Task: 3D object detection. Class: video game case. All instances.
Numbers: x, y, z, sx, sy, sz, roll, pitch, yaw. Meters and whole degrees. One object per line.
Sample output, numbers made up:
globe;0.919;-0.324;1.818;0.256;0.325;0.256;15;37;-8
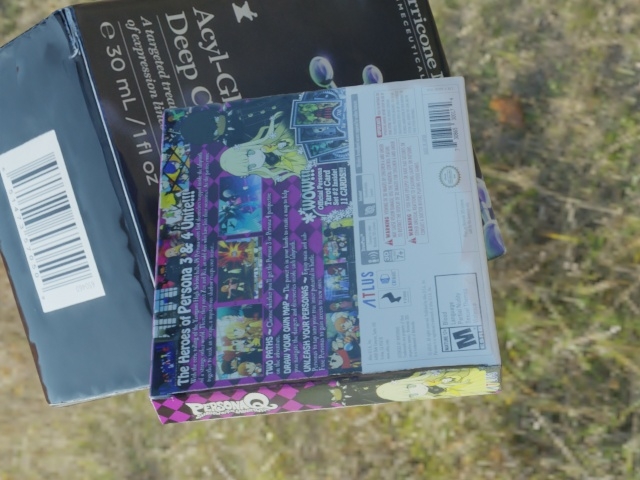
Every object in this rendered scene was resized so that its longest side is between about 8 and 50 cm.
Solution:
video game case;0.000;0.000;0.851;0.042;0.210;0.232;78;-173;-53

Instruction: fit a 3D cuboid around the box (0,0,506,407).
box;-0.070;-0.059;1.166;0.212;0.395;0.293;-16;92;48
